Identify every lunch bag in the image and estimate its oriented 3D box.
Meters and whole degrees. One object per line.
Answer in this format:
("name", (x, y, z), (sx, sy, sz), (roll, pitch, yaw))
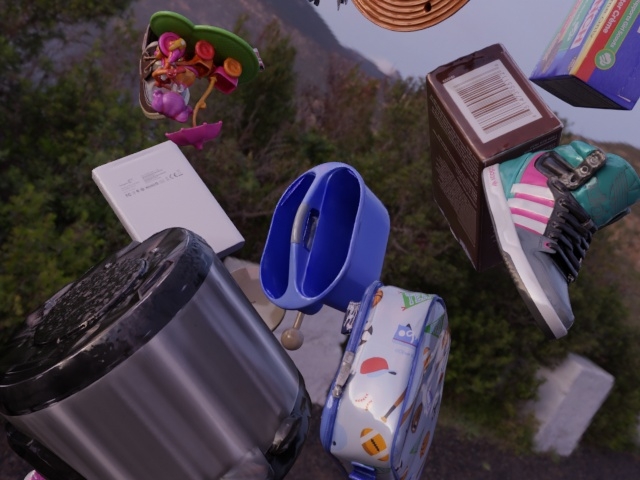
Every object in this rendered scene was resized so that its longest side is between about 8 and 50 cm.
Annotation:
("lunch bag", (0.087, 0.205, 0.921), (0.114, 0.243, 0.303), (12, -26, 20))

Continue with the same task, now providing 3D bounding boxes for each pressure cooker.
("pressure cooker", (-0.215, 0.239, 1.057), (0.420, 0.375, 0.370), (57, 26, -23))

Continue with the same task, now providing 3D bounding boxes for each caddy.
("caddy", (0.000, 0.000, 1.506), (0.241, 0.341, 0.179), (-6, -30, 36))

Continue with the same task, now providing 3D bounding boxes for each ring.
("ring", (0.148, -0.478, 1.046), (0.032, 0.337, 0.336), (-7, 37, -43))

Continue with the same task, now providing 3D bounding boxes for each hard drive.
("hard drive", (-0.334, -0.069, 1.563), (0.203, 0.040, 0.307), (-27, 70, -29))

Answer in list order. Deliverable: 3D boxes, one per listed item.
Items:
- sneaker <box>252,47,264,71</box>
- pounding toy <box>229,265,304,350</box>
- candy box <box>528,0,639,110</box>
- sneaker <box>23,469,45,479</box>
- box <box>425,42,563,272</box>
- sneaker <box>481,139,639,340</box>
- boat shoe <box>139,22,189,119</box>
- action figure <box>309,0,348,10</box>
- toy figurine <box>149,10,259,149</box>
("sneaker", (-0.210, -0.537, 2.188), (0.067, 0.042, 0.118), (65, -22, -3))
("pounding toy", (-0.133, 0.168, 1.689), (0.236, 0.183, 0.110), (10, -21, 14))
("candy box", (0.501, -0.368, 1.215), (0.122, 0.268, 0.317), (28, 11, -3))
("sneaker", (-0.597, 0.564, 1.604), (0.252, 0.111, 0.103), (56, 11, -66))
("box", (0.284, -0.122, 1.207), (0.381, 0.143, 0.191), (73, -7, -61))
("sneaker", (0.316, -0.020, 0.886), (0.124, 0.178, 0.296), (50, 26, -37))
("boat shoe", (-0.391, -0.424, 1.731), (0.123, 0.123, 0.342), (77, 4, -45))
("action figure", (-0.057, -0.471, 1.219), (0.284, 0.099, 0.185), (-2, 46, -9))
("toy figurine", (-0.186, -0.213, 1.012), (0.173, 0.159, 0.130), (29, -27, -31))
